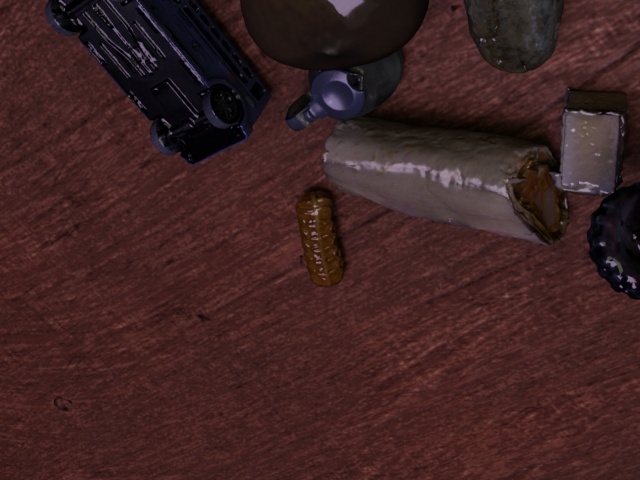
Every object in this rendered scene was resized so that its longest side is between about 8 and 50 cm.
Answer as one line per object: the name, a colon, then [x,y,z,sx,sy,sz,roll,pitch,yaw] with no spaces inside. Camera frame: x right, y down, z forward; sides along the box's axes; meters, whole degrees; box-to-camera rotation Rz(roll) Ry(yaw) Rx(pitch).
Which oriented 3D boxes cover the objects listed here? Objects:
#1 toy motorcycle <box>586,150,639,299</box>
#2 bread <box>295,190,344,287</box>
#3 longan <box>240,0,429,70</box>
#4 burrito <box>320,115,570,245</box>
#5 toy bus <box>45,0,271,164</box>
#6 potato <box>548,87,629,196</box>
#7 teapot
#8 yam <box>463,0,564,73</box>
toy motorcycle: [0.498,-0.005,1.203,0.416,0.232,0.172,18,163,-5]
bread: [0.000,0.000,1.513,0.052,0.044,0.157,1,128,15]
longan: [0.018,-0.280,1.185,0.220,0.196,0.196,0,127,42]
burrito: [0.159,-0.078,1.339,0.299,0.105,0.143,13,155,14]
toy bus: [-0.198,-0.242,1.350,0.125,0.133,0.292,-21,118,40]
potato: [0.315,-0.114,1.276,0.086,0.061,0.122,9,131,17]
teapot: [0.017,-0.194,1.309,0.149,0.108,0.111,-2,124,24]
yam: [0.202,-0.319,1.121,0.133,0.133,0.330,7,133,19]
